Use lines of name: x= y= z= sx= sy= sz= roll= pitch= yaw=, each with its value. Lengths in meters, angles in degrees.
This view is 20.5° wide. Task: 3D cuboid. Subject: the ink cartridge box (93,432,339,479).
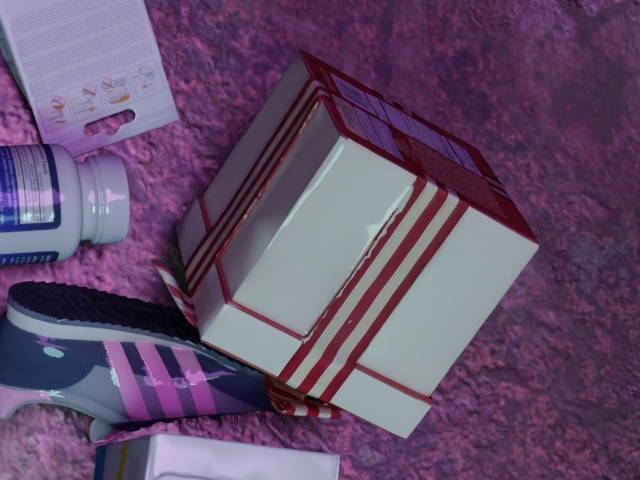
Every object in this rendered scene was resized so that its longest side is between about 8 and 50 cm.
ink cartridge box: x=-0.104 y=0.267 z=1.577 sx=0.171 sy=0.233 sz=0.168 roll=8 pitch=78 yaw=-16

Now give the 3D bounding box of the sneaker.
sneaker: x=-0.160 y=0.134 z=1.667 sx=0.319 sy=0.112 sz=0.131 roll=16 pitch=106 yaw=-20

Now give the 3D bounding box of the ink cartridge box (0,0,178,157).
ink cartridge box: x=-0.232 y=-0.181 z=1.724 sx=0.145 sy=0.045 sz=0.179 roll=-22 pitch=106 yaw=-21

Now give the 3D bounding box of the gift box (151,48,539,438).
gift box: x=0.000 y=0.000 z=1.618 sx=0.276 sy=0.255 sz=0.258 roll=28 pitch=107 yaw=-17

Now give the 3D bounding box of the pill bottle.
pill bottle: x=-0.277 y=-0.033 z=1.635 sx=0.187 sy=0.112 sz=0.112 roll=-3 pitch=82 yaw=-19
